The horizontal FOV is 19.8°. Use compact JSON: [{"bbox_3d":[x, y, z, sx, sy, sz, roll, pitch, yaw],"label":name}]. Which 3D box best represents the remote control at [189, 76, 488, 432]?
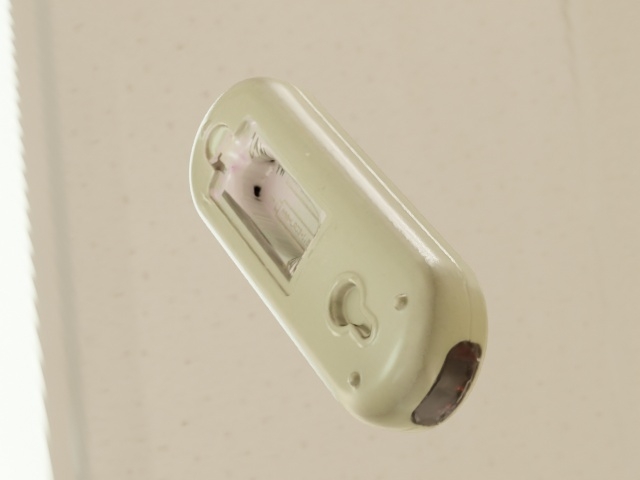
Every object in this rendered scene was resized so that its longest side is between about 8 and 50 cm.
[{"bbox_3d":[0.000,0.000,0.792,0.042,0.078,0.221,16,-157,-36],"label":"remote control"}]
